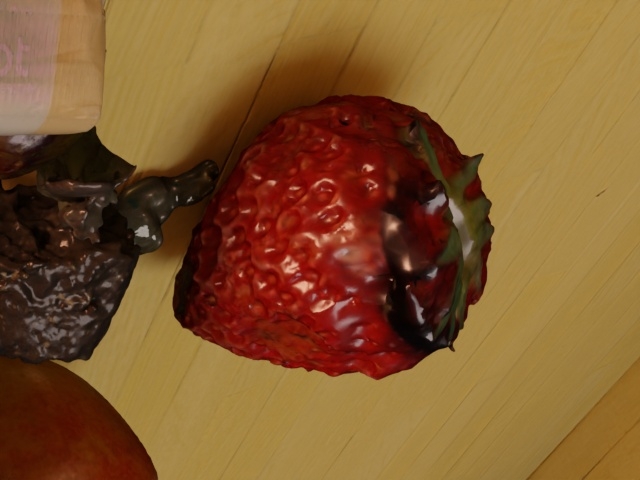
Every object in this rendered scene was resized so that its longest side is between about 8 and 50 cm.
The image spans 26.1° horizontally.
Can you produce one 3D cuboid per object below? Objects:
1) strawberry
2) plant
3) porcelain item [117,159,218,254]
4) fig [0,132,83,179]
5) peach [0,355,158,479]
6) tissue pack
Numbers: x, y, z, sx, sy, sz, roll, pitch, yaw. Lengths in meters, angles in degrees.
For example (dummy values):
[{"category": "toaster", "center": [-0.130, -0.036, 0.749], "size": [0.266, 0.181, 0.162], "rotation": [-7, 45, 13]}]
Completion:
[{"category": "strawberry", "center": [0.007, -0.009, 1.321], "size": [0.292, 0.310, 0.292], "rotation": [13, 90, -69]}, {"category": "plant", "center": [-0.217, -0.001, 1.115], "size": [0.131, 0.142, 0.203], "rotation": [8, 114, -28]}, {"category": "porcelain item", "center": [-0.184, -0.010, 1.278], "size": [0.215, 0.069, 0.081], "rotation": [-32, 153, -20]}, {"category": "fig", "center": [-0.214, -0.108, 1.010], "size": [0.155, 0.109, 0.103], "rotation": [-50, 150, -46]}, {"category": "peach", "center": [-0.311, 0.262, 1.322], "size": [0.332, 0.308, 0.308], "rotation": [-15, 150, -34]}, {"category": "tissue pack", "center": [-0.227, -0.152, 0.825], "size": [0.222, 0.090, 0.186], "rotation": [-5, 107, -52]}]
